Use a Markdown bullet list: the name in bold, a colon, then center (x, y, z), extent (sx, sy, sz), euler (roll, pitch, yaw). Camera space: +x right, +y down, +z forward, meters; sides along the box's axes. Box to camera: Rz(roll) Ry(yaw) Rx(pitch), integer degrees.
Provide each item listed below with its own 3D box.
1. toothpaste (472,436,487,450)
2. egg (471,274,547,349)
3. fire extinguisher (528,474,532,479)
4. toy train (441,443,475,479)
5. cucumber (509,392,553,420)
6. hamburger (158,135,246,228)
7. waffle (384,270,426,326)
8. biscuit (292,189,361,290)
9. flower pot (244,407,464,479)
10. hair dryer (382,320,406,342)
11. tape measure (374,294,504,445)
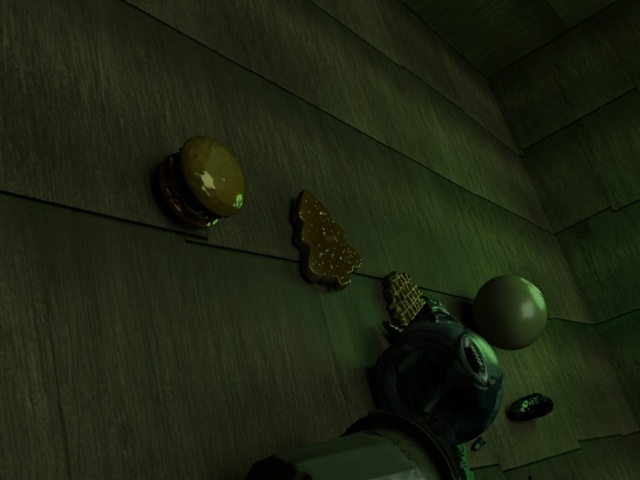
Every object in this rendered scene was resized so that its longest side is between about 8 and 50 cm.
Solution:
- **toothpaste**: center (0.401, 0.514, 1.752), extent (0.027, 0.019, 0.083), euler (51, 21, 18)
- **egg**: center (0.562, 0.213, 2.073), extent (0.219, 0.219, 0.269), euler (57, 11, -7)
- **fire extinguisher**: center (0.573, 0.709, 1.837), extent (0.078, 0.045, 0.157), euler (70, 9, -56)
- **toy train**: center (0.297, 0.466, 1.573), extent (0.105, 0.071, 0.178), euler (37, 37, -50)
- **cucumber**: center (0.627, 0.500, 2.076), extent (0.241, 0.074, 0.074), euler (8, 58, -55)
- **hamburger**: center (-0.204, -0.101, 1.215), extent (0.162, 0.115, 0.162), euler (39, 38, -38)
- **waffle**: center (0.222, 0.163, 1.754), extent (0.191, 0.038, 0.191), euler (40, 35, -35)
- **biscuit**: center (0.000, 0.000, 1.538), extent (0.212, 0.041, 0.238), euler (-10, 73, -54)
- **flower pot**: center (0.032, 0.396, 1.029), extent (0.259, 0.290, 0.290), euler (10, 56, -40)
- **hair dryer**: center (0.266, 0.303, 1.663), extent (0.352, 0.107, 0.189), euler (37, 38, -24)
- **tape measure**: center (0.236, 0.288, 1.441), extent (0.147, 0.256, 0.275), euler (16, 25, -51)
